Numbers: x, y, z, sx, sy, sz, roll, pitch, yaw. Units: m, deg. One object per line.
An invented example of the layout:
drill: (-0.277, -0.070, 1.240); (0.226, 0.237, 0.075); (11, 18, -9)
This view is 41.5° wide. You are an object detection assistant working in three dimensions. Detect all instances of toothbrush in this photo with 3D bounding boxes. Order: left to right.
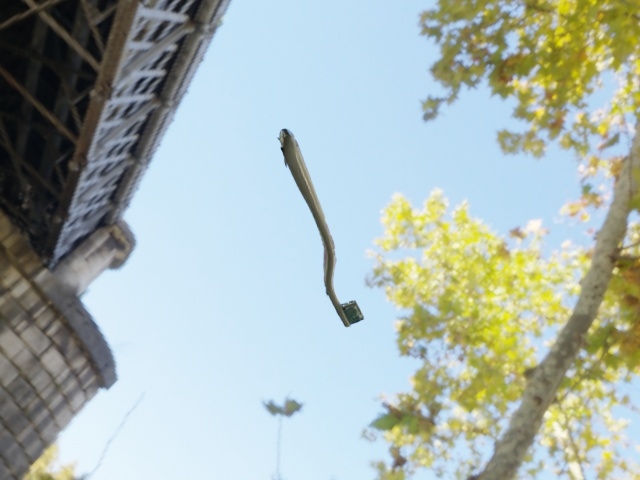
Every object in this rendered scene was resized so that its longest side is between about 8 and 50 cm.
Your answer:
toothbrush: (0.000, 0.000, 0.602); (0.204, 0.022, 0.017); (69, 0, -45)
